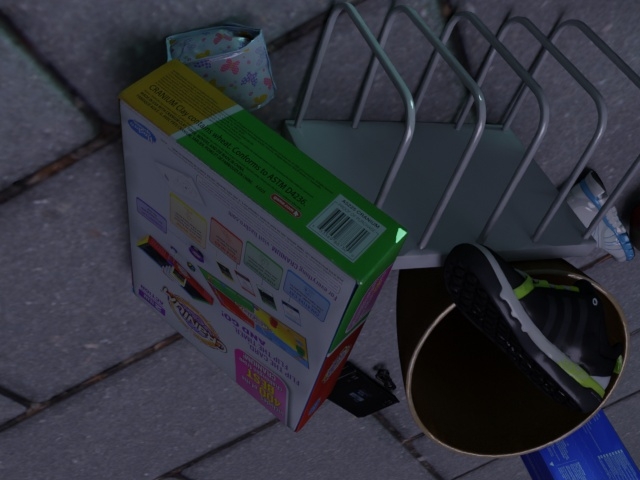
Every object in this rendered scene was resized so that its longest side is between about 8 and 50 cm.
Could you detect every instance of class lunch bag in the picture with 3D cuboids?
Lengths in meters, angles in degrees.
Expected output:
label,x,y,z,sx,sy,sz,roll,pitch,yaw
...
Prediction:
label,x,y,z,sx,sy,sz,roll,pitch,yaw
lunch bag,-0.084,-0.147,0.667,0.083,0.053,0.071,-12,141,2

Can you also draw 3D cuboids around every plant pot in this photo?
label,x,y,z,sx,sy,sz,roll,pitch,yaw
plant pot,0.184,0.076,0.890,0.237,0.254,0.237,-4,117,-7

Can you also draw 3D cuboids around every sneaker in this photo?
label,x,y,z,sx,sy,sz,roll,pitch,yaw
sneaker,0.370,-0.021,1.054,0.083,0.071,0.191,-29,135,19
sneaker,0.204,0.063,0.712,0.097,0.084,0.234,-50,118,-11

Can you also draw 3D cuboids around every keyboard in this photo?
label,x,y,z,sx,sy,sz,roll,pitch,yaw
keyboard,0.072,0.240,1.249,0.108,0.023,0.180,-27,144,16

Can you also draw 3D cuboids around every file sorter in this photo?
label,x,y,z,sx,sy,sz,roll,pitch,yaw
file sorter,0.136,-0.105,0.719,0.278,0.192,0.173,-3,136,-24

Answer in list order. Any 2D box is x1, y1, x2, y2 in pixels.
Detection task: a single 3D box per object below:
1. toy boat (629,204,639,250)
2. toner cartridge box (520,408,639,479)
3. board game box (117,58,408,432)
label,x,y,z,sx,sy,sz,roll,pitch,yaw
toy boat,0.550,-0.045,1.076,0.231,0.151,0.151,-8,111,-19
toner cartridge box,0.461,0.398,1.372,0.165,0.347,0.075,-8,141,-18
board game box,-0.071,0.025,0.700,0.064,0.242,0.316,-44,165,-31
